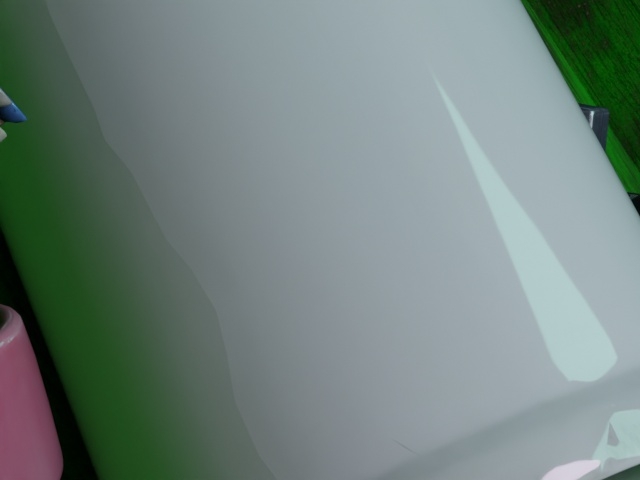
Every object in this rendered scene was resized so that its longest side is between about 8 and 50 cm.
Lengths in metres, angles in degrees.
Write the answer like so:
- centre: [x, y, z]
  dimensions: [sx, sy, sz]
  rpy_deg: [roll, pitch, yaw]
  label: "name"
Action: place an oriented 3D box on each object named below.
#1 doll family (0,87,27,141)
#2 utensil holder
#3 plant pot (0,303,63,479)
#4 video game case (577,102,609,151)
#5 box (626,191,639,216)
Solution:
- centre: [-0.229, -0.057, 0.630]
  dimensions: [0.263, 0.163, 0.118]
  rpy_deg: [52, -5, -33]
  label: "doll family"
- centre: [0.000, 0.000, 0.894]
  dimensions: [0.327, 0.328, 0.385]
  rpy_deg: [17, 46, -65]
  label: "utensil holder"
- centre: [-0.163, 0.132, 0.499]
  dimensions: [0.201, 0.201, 0.180]
  rpy_deg: [-47, 123, -71]
  label: "plant pot"
- centre: [0.083, 0.040, 1.052]
  dimensions: [0.026, 0.196, 0.274]
  rpy_deg: [-11, 108, -47]
  label: "video game case"
- centre: [0.180, 0.060, 1.232]
  dimensions: [0.076, 0.242, 0.307]
  rpy_deg: [58, -11, -12]
  label: "box"
